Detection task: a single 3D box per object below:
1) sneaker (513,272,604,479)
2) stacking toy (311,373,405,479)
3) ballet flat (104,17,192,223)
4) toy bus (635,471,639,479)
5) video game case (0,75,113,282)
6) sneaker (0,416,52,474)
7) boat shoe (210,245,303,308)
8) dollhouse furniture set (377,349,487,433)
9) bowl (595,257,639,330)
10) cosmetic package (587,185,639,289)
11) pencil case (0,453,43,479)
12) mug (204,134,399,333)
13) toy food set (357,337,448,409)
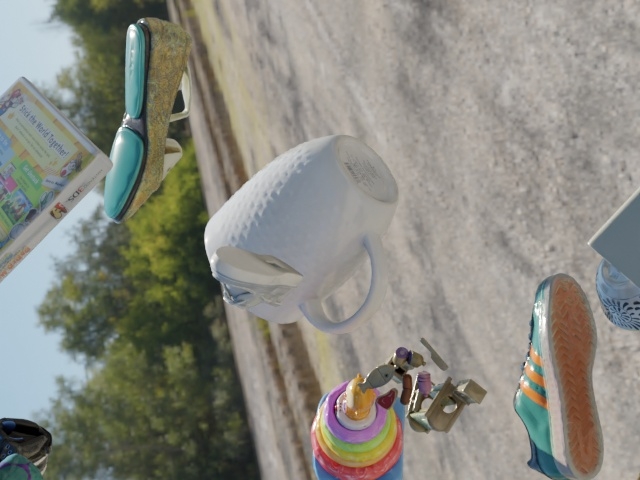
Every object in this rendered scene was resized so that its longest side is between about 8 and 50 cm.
[{"bbox_3d":[0.339,0.203,1.370,0.121,0.108,0.302,-19,67,55],"label":"sneaker"},{"bbox_3d":[0.062,0.297,1.529,0.302,0.165,0.175,85,-171,-63],"label":"stacking toy"},{"bbox_3d":[-0.275,-0.188,1.512,0.123,0.123,0.349,-117,37,-65],"label":"ballet flat"},{"bbox_3d":[0.547,0.434,1.455,0.104,0.202,0.191,18,109,34],"label":"toy bus"},{"bbox_3d":[-0.309,-0.042,0.849,0.227,0.206,0.026,38,173,48],"label":"video game case"},{"bbox_3d":[-0.493,0.310,1.309,0.079,0.216,0.121,51,134,31],"label":"sneaker"},{"bbox_3d":[-0.080,0.049,1.041,0.063,0.066,0.184,-60,-14,6],"label":"boat shoe"},{"bbox_3d":[0.193,0.286,1.742,0.161,0.101,0.182,38,161,-4],"label":"dollhouse furniture set"},{"bbox_3d":[0.512,0.056,1.504,0.080,0.170,0.170,31,-154,-35],"label":"bowl"},{"bbox_3d":[0.516,-0.086,1.226,0.113,0.160,0.309,43,122,13],"label":"cosmetic package"},{"bbox_3d":[-0.370,0.303,1.027,0.152,0.064,0.070,-47,-40,-70],"label":"pencil case"},{"bbox_3d":[0.000,0.000,1.754,0.328,0.276,0.374,-41,62,30],"label":"mug"},{"bbox_3d":[0.115,0.194,1.278,0.078,0.122,0.019,49,-160,9],"label":"toy food set"}]
